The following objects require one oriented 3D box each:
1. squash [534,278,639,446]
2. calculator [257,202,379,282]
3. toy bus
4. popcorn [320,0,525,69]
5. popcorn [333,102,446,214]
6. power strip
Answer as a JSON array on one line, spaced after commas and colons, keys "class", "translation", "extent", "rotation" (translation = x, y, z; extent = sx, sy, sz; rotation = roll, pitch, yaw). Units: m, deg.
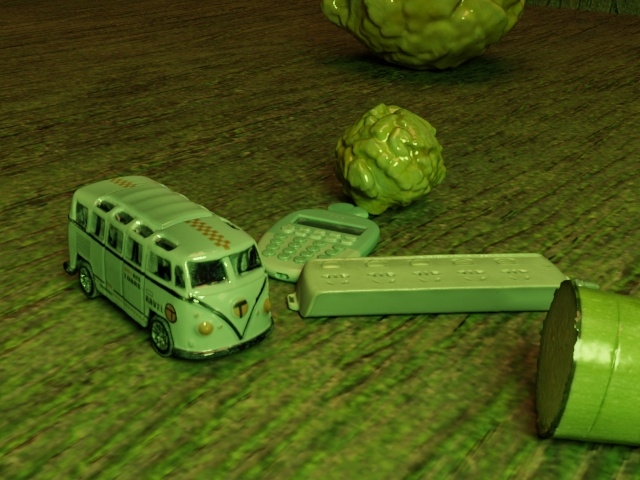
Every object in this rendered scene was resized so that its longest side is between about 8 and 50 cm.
[{"class": "squash", "translation": [0.237, 0.094, 0.473], "extent": [0.224, 0.094, 0.094], "rotation": [15, 25, 9]}, {"class": "calculator", "translation": [0.000, 0.000, 0.740], "extent": [0.095, 0.021, 0.153], "rotation": [11, 25, 21]}, {"class": "toy bus", "translation": [-0.113, 0.013, 0.612], "extent": [0.087, 0.089, 0.194], "rotation": [-16, 30, -37]}, {"class": "popcorn", "translation": [0.198, -0.467, 1.518], "extent": [0.390, 0.344, 0.354], "rotation": [12, 54, -41]}, {"class": "popcorn", "translation": [0.070, -0.078, 0.841], "extent": [0.106, 0.116, 0.120], "rotation": [21, -15, -25]}, {"class": "power strip", "translation": [0.100, 0.035, 0.654], "extent": [0.252, 0.027, 0.060], "rotation": [-1, 23, -7]}]
